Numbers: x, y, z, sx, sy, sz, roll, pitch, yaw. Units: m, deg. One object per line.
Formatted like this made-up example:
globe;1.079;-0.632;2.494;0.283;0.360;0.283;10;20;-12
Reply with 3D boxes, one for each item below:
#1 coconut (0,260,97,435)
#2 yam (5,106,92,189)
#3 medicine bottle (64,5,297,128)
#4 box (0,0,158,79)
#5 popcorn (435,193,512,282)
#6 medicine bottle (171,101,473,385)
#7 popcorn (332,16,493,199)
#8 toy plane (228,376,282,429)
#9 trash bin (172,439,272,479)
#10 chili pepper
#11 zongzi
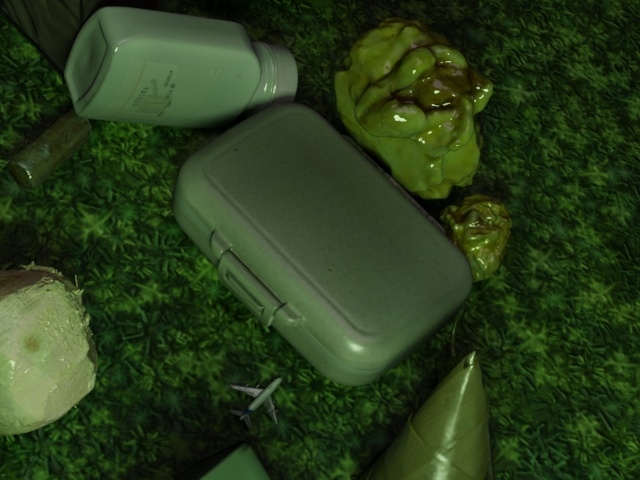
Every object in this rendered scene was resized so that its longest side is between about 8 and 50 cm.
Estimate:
coconut;-0.350;0.131;1.670;0.194;0.194;0.194;9;54;-13
yam;-0.350;-0.118;1.923;0.054;0.054;0.132;35;51;7
medicine bottle;-0.179;-0.224;1.974;0.296;0.161;0.111;3;52;-34
box;-0.323;-0.362;1.982;0.188;0.252;0.153;44;59;15
popcorn;0.201;-0.006;1.996;0.106;0.116;0.121;23;93;8
medicine bottle;0.000;0.000;1.913;0.282;0.123;0.375;-34;72;-35
popcorn;0.127;-0.179;2.022;0.195;0.255;0.256;-20;94;-9
toy plane;-0.074;0.194;1.814;0.078;0.024;0.084;39;47;11
trash bin;-0.080;0.412;1.524;0.223;0.158;0.343;-35;89;-35
chili pepper;0.176;0.196;1.871;0.072;0.073;0.204;32;47;-41
zongzi;0.125;0.313;1.612;0.154;0.317;0.289;3;54;-8
